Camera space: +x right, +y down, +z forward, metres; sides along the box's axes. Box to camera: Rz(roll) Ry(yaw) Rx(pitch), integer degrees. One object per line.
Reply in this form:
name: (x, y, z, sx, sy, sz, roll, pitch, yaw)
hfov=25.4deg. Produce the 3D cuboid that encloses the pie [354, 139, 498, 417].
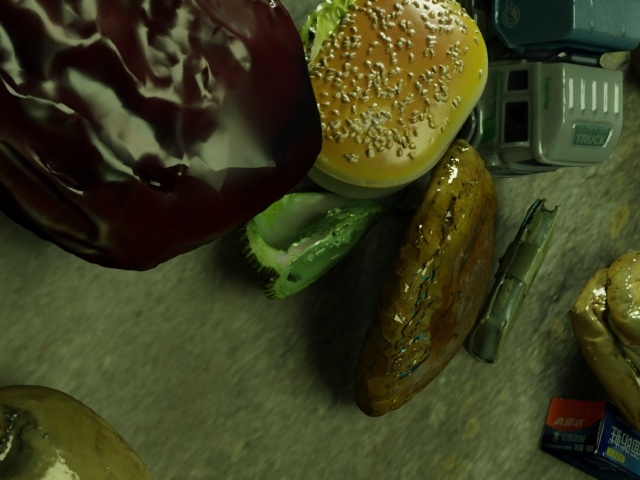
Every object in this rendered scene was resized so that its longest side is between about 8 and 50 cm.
pie: (0.101, 0.041, 1.309, 0.273, 0.069, 0.273, 18, 90, -72)

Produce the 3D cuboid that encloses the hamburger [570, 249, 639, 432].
hamburger: (0.364, 0.113, 1.530, 0.214, 0.108, 0.213, 35, 38, -34)

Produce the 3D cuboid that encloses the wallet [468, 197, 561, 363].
wallet: (0.197, 0.039, 1.447, 0.110, 0.039, 0.155, 88, 27, -65)

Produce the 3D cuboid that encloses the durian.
durian: (0.000, 0.000, 1.256, 0.215, 0.100, 0.086, -30, 110, -49)

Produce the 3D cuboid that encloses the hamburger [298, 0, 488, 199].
hamburger: (0.050, -0.137, 1.263, 0.210, 0.173, 0.116, -54, 161, -26)

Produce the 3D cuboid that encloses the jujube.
jujube: (-0.171, -0.134, 1.013, 0.377, 0.258, 0.258, 34, 69, -24)

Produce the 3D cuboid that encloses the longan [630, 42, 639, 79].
longan: (0.400, -0.216, 1.613, 0.113, 0.092, 0.113, 37, 44, -47)

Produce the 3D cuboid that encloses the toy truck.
toy truck: (0.210, -0.244, 1.388, 0.146, 0.175, 0.367, -2, 94, -44)

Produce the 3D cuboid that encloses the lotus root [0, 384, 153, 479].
lotus root: (-0.209, 0.174, 1.062, 0.118, 0.125, 0.221, -45, 128, -2)

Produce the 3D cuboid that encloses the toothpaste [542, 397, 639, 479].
toothpaste: (0.378, 0.260, 1.616, 0.320, 0.076, 0.066, 29, 69, -39)
